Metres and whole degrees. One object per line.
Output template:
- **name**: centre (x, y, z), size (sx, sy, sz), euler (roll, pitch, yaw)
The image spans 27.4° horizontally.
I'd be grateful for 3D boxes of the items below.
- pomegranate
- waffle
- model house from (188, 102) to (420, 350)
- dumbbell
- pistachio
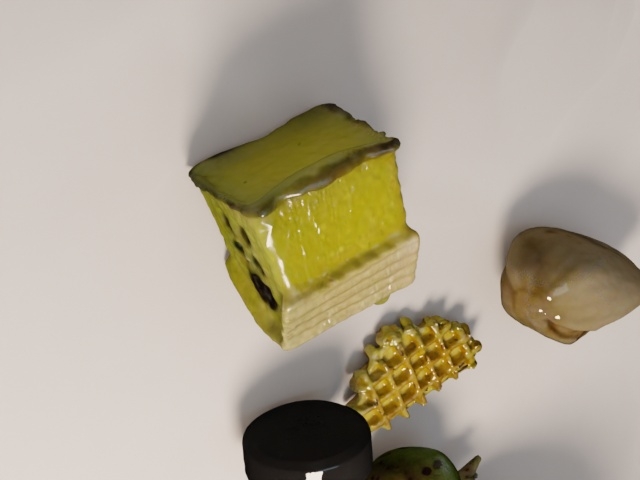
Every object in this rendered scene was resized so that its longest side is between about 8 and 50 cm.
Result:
- **pomegranate**: centre (0.129, 0.332, 1.667), size (0.169, 0.148, 0.148), euler (22, 95, -48)
- **waffle**: centre (0.119, 0.172, 1.650), size (0.192, 0.046, 0.160), euler (1, 105, -33)
- **model house**: centre (0.000, 0.000, 1.427), size (0.193, 0.175, 0.234), euler (-30, 118, -21)
- **dumbbell**: centre (-0.010, 0.316, 1.557), size (0.153, 0.152, 0.218), euler (-17, 116, -26)
- **pistachio**: centre (0.324, 0.058, 1.684), size (0.238, 0.138, 0.153), euler (14, 66, -36)
